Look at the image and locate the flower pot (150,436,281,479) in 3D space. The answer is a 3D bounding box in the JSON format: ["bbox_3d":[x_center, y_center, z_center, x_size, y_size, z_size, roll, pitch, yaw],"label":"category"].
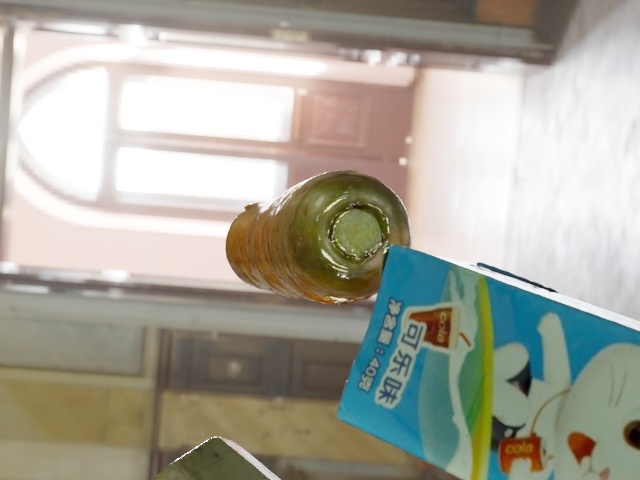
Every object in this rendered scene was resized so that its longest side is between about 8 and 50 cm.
[{"bbox_3d":[-0.032,0.270,0.857,0.290,0.259,0.290,-44,-13,-13],"label":"flower pot"}]

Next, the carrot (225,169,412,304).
[{"bbox_3d":[0.000,0.000,0.900,0.193,0.087,0.087,171,103,-74],"label":"carrot"}]

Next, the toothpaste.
[{"bbox_3d":[0.120,0.066,0.386,0.267,0.050,0.065,21,93,42],"label":"toothpaste"}]
